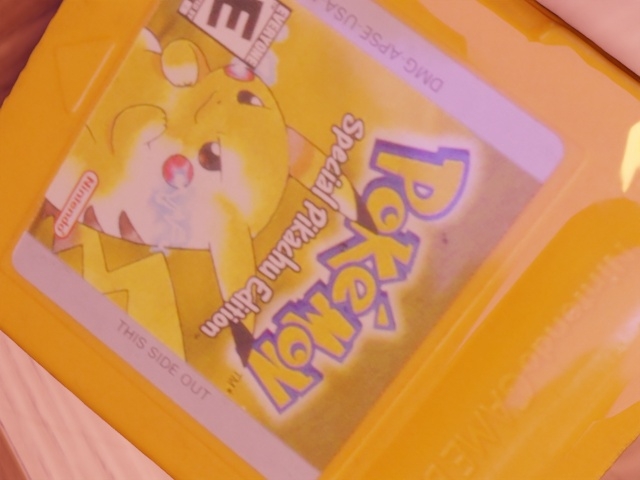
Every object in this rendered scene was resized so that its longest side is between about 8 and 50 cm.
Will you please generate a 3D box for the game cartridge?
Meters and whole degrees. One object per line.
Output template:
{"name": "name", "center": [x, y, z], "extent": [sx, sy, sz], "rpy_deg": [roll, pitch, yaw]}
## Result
{"name": "game cartridge", "center": [0.000, 0.000, 0.527], "extent": [0.323, 0.052, 0.285], "rpy_deg": [39, 110, 11]}
